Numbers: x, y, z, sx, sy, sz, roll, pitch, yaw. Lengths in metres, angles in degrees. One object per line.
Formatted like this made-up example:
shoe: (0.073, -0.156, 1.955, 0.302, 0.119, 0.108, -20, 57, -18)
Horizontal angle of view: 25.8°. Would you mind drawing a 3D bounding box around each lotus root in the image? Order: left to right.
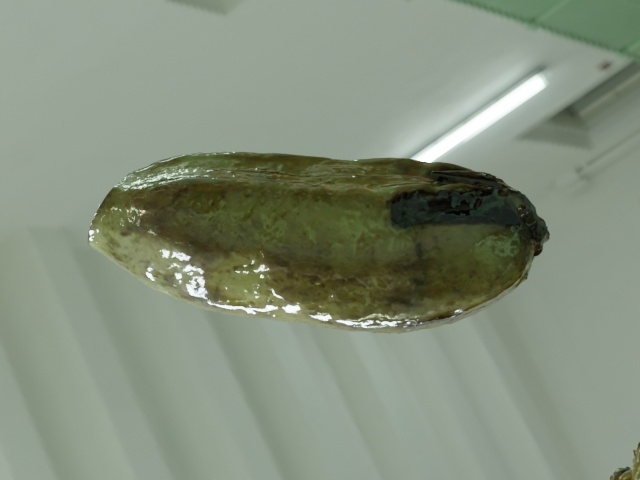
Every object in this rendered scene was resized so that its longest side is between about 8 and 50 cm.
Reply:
lotus root: (0.000, 0.000, 0.797, 0.110, 0.258, 0.097, -77, -9, -62)

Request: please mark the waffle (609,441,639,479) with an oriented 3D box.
waffle: (0.246, 0.190, 0.948, 0.070, 0.193, 0.197, 36, -117, -6)
